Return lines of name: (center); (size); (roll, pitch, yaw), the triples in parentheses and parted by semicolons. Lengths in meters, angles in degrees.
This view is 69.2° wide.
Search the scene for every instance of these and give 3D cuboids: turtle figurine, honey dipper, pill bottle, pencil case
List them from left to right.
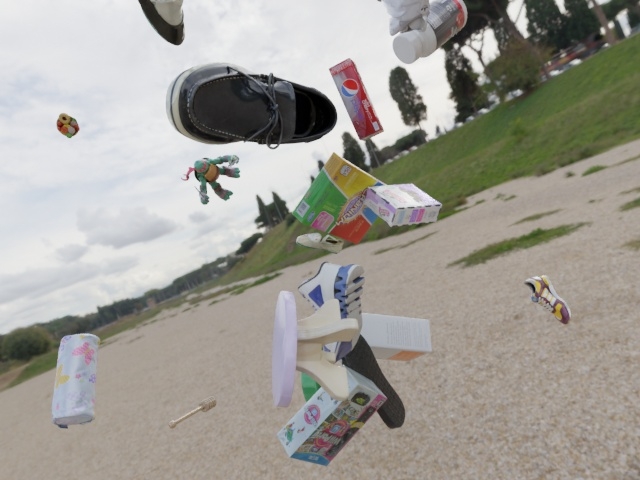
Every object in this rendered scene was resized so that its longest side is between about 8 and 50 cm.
pencil case: (-0.747, 0.427, 1.431); (0.114, 0.273, 0.124); (-27, -32, 25)
honey dipper: (-0.315, 0.428, 1.147); (0.031, 0.030, 0.161); (-23, -6, 21)
turtle figurine: (-0.320, -0.199, 1.400); (0.175, 0.118, 0.234); (-51, -10, 2)
pill bottle: (0.458, -0.894, 1.970); (0.318, 0.176, 0.176); (-42, 5, -15)

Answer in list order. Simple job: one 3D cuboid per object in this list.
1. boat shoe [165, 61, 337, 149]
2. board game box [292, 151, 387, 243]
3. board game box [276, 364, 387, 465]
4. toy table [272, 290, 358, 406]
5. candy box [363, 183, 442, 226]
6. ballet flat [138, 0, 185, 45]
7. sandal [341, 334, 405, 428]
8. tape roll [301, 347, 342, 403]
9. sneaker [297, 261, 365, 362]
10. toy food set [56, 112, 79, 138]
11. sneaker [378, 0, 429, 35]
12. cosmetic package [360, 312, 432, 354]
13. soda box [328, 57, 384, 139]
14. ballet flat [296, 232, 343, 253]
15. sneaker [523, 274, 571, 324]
boat shoe: (-0.137, -0.315, 1.110); (0.156, 0.186, 0.500); (14, 15, 35)
board game box: (0.088, -0.131, 1.573); (0.317, 0.064, 0.242); (19, -70, -48)
board game box: (0.043, 0.564, 1.483); (0.303, 0.097, 0.224); (-47, -44, 1)
toy table: (-0.023, 0.253, 1.097); (0.161, 0.274, 0.252); (6, -27, -14)
candy box: (0.272, -0.121, 1.544); (0.196, 0.070, 0.165); (-7, 35, -30)
ballet flat: (-0.380, -0.574, 1.056); (0.096, 0.280, 0.095); (7, 59, 32)
sandal: (0.168, 0.536, 1.773); (0.107, 0.445, 0.167); (-27, 7, 32)
tape roll: (0.061, 0.552, 1.827); (0.077, 0.321, 0.321); (-23, 0, 36)
sneaker: (0.027, 0.196, 1.412); (0.182, 0.315, 0.128); (18, 22, 34)
toy food set: (-0.934, -0.423, 1.713); (0.083, 0.083, 0.020); (-50, 18, 17)
sneaker: (0.242, -0.829, 1.595); (0.137, 0.210, 0.366); (-26, 36, -22)
cosmetic package: (0.262, 0.455, 2.179); (0.454, 0.161, 0.230); (8, -27, -14)
soda box: (0.125, -0.476, 1.576); (0.084, 0.263, 0.092); (-22, 4, 19)
ballet flat: (0.000, 0.000, 1.463); (0.168, 0.057, 0.052); (13, -63, -35)
sneaker: (0.741, 0.200, 1.523); (0.084, 0.185, 0.069); (-11, -42, -8)
